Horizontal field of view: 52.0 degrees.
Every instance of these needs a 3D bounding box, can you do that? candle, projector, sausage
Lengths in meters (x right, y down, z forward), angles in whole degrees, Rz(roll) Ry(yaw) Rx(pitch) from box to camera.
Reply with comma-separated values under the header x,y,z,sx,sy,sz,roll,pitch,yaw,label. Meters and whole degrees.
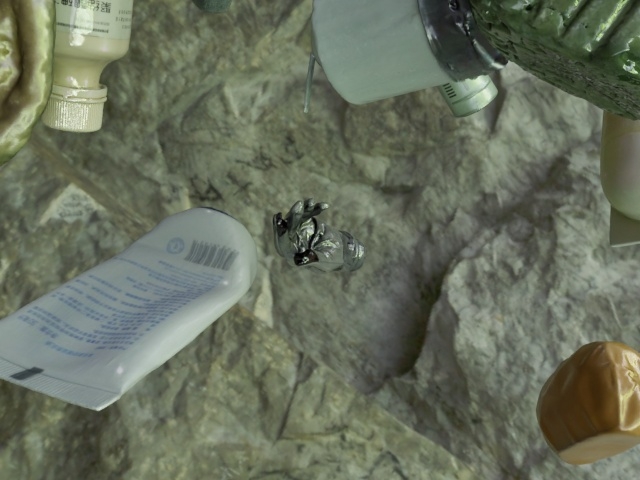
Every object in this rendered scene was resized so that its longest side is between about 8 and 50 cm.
x,y,z,sx,sy,sz,roll,pitch,yaw,label
0.116,-0.332,1.006,0.343,0.221,0.221,-6,-132,32,candle
0.243,-0.421,1.370,0.108,0.337,0.108,-33,-165,10,projector
0.379,0.233,0.917,0.241,0.120,0.136,102,-8,-55,sausage

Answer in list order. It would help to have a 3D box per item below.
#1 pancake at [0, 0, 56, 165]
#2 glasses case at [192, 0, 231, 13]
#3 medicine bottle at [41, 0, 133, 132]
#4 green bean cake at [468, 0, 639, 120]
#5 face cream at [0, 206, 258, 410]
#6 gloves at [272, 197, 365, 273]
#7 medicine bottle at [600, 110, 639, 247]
x,y,z,sx,sy,sz,roll,pitch,yaw,label
-0.359,-0.181,0.638,0.236,0.222,0.042,-46,176,11,pancake
-0.166,-0.559,1.139,0.131,0.074,0.323,60,-40,25,glasses case
-0.266,-0.247,0.718,0.114,0.114,0.252,-132,-131,-59,medicine bottle
0.274,-0.226,0.674,0.227,0.223,0.124,36,-80,22,green bean cake
-0.225,0.068,0.850,0.235,0.137,0.420,13,-154,23,face cream
-0.006,0.006,1.204,0.119,0.285,0.142,-25,-119,14,gloves
0.740,-0.192,1.438,0.236,0.236,0.405,-7,-111,46,medicine bottle
